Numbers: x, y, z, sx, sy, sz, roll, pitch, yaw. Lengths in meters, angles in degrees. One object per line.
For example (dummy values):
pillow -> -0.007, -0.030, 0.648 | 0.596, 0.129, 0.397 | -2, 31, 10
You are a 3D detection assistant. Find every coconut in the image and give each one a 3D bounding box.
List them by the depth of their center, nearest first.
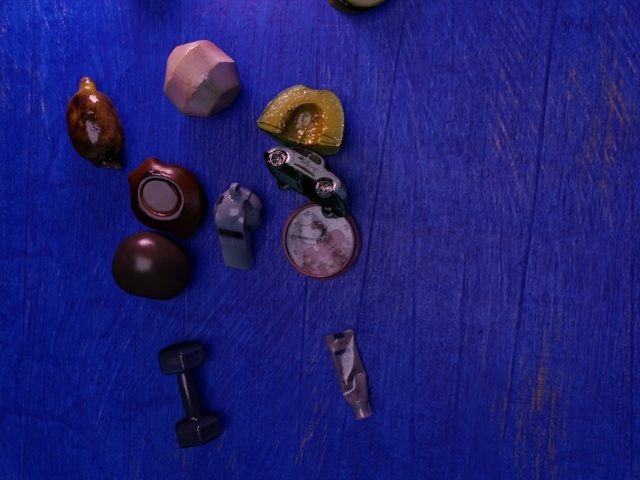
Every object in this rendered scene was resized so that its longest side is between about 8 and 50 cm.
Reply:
coconut -> -0.365, -0.482, 1.843 | 0.237, 0.197, 0.236 | 3, 102, 14

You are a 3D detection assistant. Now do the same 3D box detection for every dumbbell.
dumbbell -> -0.418, 0.490, 1.978 | 0.144, 0.160, 0.324 | -14, 93, -15

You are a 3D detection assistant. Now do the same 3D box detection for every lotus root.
lotus root -> -0.725, -0.370, 1.974 | 0.169, 0.141, 0.314 | -15, 91, 19

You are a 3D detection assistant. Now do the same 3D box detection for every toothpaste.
toothpaste -> 0.094, 0.409, 1.888 | 0.096, 0.061, 0.266 | -19, 83, 17

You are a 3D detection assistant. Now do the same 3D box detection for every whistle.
whistle -> -0.246, -0.061, 1.895 | 0.164, 0.163, 0.289 | 11, 136, 13

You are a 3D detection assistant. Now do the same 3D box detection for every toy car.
toy car -> -0.026, -0.184, 1.796 | 0.306, 0.136, 0.125 | 31, 70, 24

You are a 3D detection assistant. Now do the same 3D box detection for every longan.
longan -> -0.525, 0.084, 1.929 | 0.246, 0.215, 0.246 | 30, 145, 24

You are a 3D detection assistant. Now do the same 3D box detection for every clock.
clock -> 0.001, 0.000, 1.865 | 0.245, 0.056, 0.244 | 2, 96, 15

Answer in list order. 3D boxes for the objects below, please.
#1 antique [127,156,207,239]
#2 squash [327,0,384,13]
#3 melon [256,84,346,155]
antique -> -0.481, -0.131, 1.930 | 0.224, 0.129, 0.278 | -36, 87, 4
squash -> 0.111, -0.748, 1.754 | 0.220, 0.133, 0.220 | 0, 93, -1
melon -> -0.028, -0.352, 1.812 | 0.265, 0.129, 0.169 | 17, 81, 17
